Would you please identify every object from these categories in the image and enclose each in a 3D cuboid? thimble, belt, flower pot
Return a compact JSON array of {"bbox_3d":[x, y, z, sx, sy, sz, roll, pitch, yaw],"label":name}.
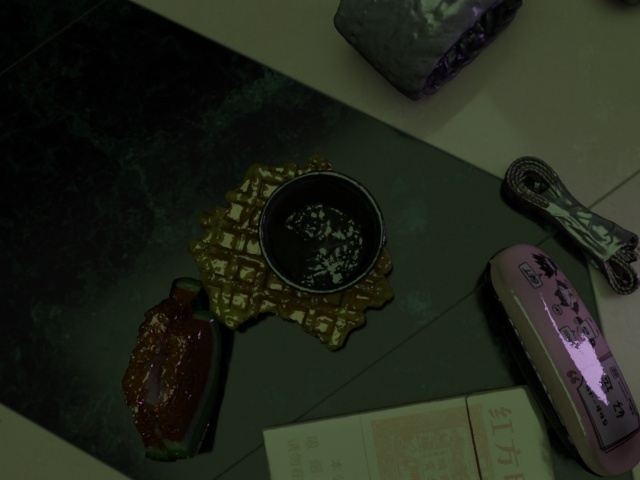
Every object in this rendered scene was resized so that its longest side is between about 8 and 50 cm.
[{"bbox_3d":[0.154,-0.314,1.221,0.245,0.217,0.157,-42,83,-19],"label":"thimble"},{"bbox_3d":[0.341,-0.025,1.230,0.071,0.053,0.232,-44,79,-4],"label":"belt"},{"bbox_3d":[0.000,0.000,1.182,0.157,0.107,0.157,0,77,-2],"label":"flower pot"}]

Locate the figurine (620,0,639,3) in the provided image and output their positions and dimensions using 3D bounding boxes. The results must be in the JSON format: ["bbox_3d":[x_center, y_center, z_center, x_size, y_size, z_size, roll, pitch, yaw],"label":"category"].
[{"bbox_3d":[0.466,-0.386,1.260,0.197,0.093,0.147,-20,95,1],"label":"figurine"}]

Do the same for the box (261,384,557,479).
[{"bbox_3d":[0.118,0.314,1.192,0.365,0.051,0.204,-10,78,3],"label":"box"}]

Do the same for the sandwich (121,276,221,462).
[{"bbox_3d":[-0.183,0.163,1.199,0.079,0.159,0.235,7,68,14],"label":"sandwich"}]

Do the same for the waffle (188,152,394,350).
[{"bbox_3d":[-0.042,0.024,1.257,0.291,0.051,0.291,-1,81,4],"label":"waffle"}]

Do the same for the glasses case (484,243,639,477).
[{"bbox_3d":[0.309,0.147,1.173,0.122,0.075,0.314,-16,75,-38],"label":"glasses case"}]
